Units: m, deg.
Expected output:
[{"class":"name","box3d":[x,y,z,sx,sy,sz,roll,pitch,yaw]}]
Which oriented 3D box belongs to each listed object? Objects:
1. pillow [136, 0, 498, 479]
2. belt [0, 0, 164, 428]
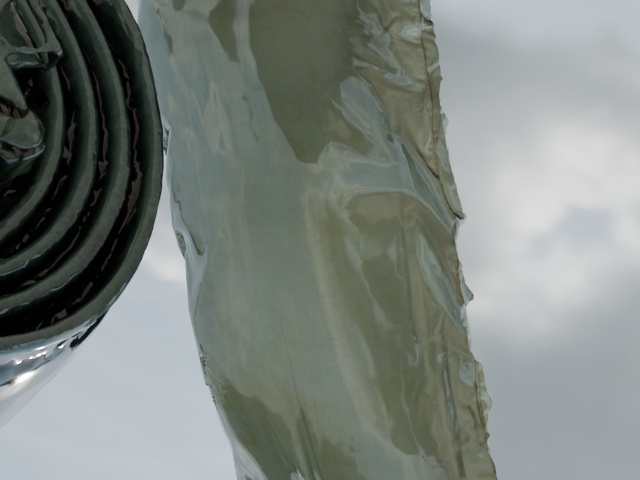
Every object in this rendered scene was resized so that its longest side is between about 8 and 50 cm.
[{"class":"pillow","box3d":[0.000,0.000,0.645,0.128,0.229,0.051,3,-161,45]},{"class":"belt","box3d":[-0.168,-0.052,0.513,0.267,0.116,0.206,36,-140,-12]}]
